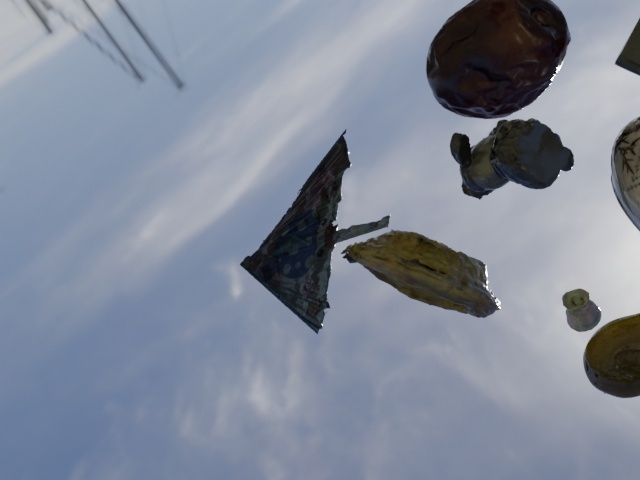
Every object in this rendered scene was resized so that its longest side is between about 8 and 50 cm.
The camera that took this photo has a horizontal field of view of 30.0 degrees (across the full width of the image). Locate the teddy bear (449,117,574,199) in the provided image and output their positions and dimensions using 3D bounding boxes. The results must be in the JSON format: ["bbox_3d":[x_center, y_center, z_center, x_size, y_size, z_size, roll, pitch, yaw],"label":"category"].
[{"bbox_3d":[0.356,-0.179,2.384,0.251,0.171,0.144,0,-118,47],"label":"teddy bear"}]

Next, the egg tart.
[{"bbox_3d":[0.173,0.047,1.985,0.279,0.279,0.095,13,-101,62],"label":"egg tart"}]

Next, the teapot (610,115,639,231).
[{"bbox_3d":[0.478,-0.070,1.563,0.166,0.208,0.300,-30,-165,22],"label":"teapot"}]

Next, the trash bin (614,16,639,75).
[{"bbox_3d":[0.576,-0.280,1.744,0.164,0.240,0.122,-65,173,15],"label":"trash bin"}]

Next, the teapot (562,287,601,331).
[{"bbox_3d":[0.464,0.120,2.160,0.064,0.064,0.083,-40,-140,-9],"label":"teapot"}]

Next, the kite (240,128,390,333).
[{"bbox_3d":[0.001,0.000,2.125,0.368,0.406,0.014,-17,-146,-41],"label":"kite"}]

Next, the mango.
[{"bbox_3d":[0.415,0.141,1.549,0.161,0.103,0.076,-37,172,23],"label":"mango"}]

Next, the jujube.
[{"bbox_3d":[0.268,-0.285,1.833,0.183,0.183,0.243,-52,-175,-37],"label":"jujube"}]
